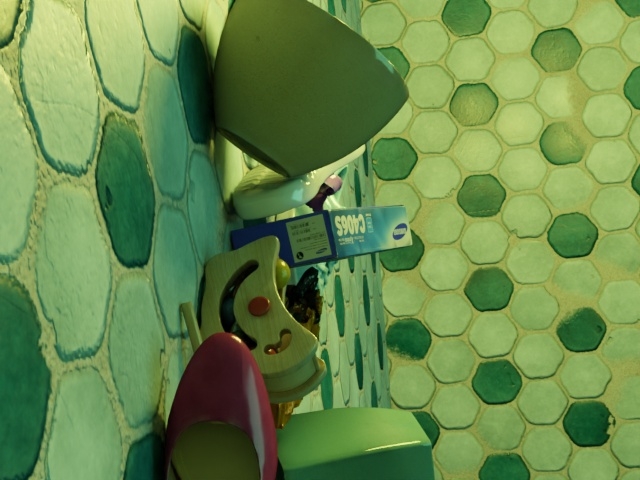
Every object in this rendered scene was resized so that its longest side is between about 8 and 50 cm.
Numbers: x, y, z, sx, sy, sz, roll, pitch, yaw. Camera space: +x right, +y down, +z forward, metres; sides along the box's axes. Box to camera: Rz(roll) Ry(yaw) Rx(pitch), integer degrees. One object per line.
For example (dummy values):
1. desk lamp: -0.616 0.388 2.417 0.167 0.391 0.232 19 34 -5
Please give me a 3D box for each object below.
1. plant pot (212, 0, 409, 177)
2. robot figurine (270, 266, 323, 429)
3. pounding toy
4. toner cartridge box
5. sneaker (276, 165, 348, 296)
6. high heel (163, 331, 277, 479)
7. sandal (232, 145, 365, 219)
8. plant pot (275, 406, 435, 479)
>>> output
1. plant pot: -0.043 -0.202 1.447 0.191 0.284 0.284 -57 165 -6
2. robot figurine: -0.052 0.159 1.573 0.291 0.085 0.211 -66 164 -72
3. pounding toy: -0.079 0.102 1.269 0.155 0.154 0.269 75 13 -51
4. toner cartridge box: 0.012 -0.003 1.613 0.348 0.165 0.075 -8 87 -66
5. sneaker: 0.000 0.000 1.851 0.135 0.150 0.366 63 23 -65
6. high heel: -0.108 0.281 1.034 0.181 0.127 0.377 102 -12 -83
7. sandal: -0.035 -0.082 1.647 0.416 0.169 0.102 -40 119 -64
8. plant pot: 0.051 0.359 1.577 0.165 0.234 0.165 -125 -153 -68
